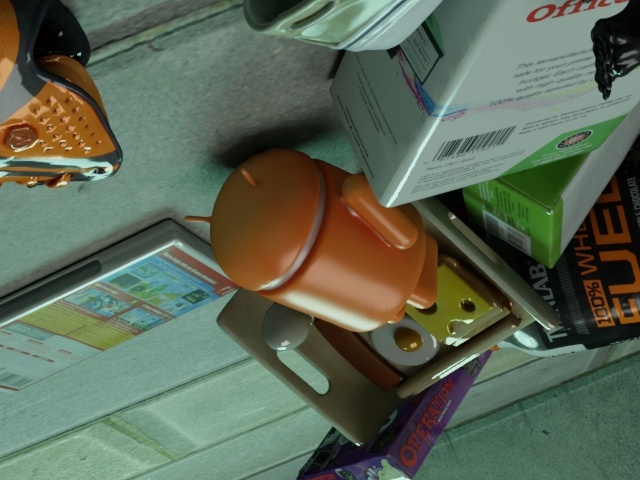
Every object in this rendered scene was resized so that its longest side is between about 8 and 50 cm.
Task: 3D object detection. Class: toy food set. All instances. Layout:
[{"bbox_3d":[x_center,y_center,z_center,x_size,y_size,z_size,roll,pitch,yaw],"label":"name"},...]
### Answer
[{"bbox_3d":[0.058,0.076,1.209,0.306,0.220,0.092,-39,-167,43],"label":"toy food set"}]

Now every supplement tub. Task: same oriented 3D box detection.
[{"bbox_3d":[0.304,0.003,1.268,0.338,0.207,0.207,-16,165,18],"label":"supplement tub"}]

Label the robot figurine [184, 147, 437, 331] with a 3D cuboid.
[{"bbox_3d":[0.001,-0.001,1.033,0.219,0.158,0.128,23,94,-30],"label":"robot figurine"}]

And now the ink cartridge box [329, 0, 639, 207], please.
[{"bbox_3d":[0.144,-0.152,0.840,0.201,0.117,0.278,-16,160,-20],"label":"ink cartridge box"}]

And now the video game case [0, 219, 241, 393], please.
[{"bbox_3d":[-0.231,0.072,1.189,0.285,0.025,0.204,-25,161,8],"label":"video game case"}]

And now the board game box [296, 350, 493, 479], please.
[{"bbox_3d":[0.123,0.153,1.449,0.208,0.056,0.347,-24,-157,54],"label":"board game box"}]

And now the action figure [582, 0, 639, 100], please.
[{"bbox_3d":[0.274,-0.122,0.611,0.276,0.140,0.164,-4,136,16],"label":"action figure"}]

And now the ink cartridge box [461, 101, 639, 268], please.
[{"bbox_3d":[0.237,-0.122,1.101,0.255,0.097,0.189,-56,163,-8],"label":"ink cartridge box"}]

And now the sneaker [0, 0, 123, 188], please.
[{"bbox_3d":[-0.218,-0.034,0.746,0.180,0.124,0.321,-12,159,-26],"label":"sneaker"}]

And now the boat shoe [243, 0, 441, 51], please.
[{"bbox_3d":[0.043,-0.185,0.656,0.094,0.109,0.302,-11,162,-25],"label":"boat shoe"}]
